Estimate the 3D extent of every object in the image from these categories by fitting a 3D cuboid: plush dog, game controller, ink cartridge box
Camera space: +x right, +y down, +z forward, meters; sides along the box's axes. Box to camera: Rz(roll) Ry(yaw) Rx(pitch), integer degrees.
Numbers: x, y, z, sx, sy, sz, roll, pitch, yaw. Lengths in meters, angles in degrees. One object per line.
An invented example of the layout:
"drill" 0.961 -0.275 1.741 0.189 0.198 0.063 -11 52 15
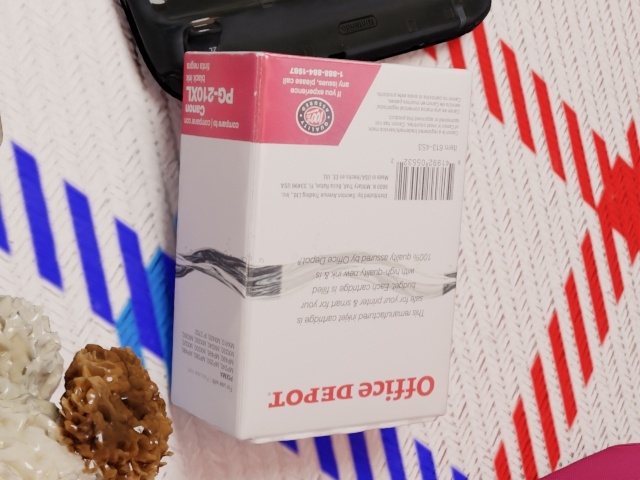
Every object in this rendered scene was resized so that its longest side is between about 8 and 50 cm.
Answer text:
"plush dog" -0.179 0.141 0.551 0.262 0.225 0.210 -31 86 -33
"game controller" -0.006 -0.205 0.896 0.319 0.067 0.166 -20 81 -36
"ink cartridge box" 0.000 0.000 0.808 0.172 0.100 0.237 -1 98 -35

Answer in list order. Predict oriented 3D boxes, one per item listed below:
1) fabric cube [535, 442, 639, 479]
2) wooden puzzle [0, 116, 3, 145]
"fabric cube" 0.233 0.306 0.867 0.258 0.254 0.259 -14 92 -34
"wooden puzzle" -0.300 -0.150 0.679 0.239 0.044 0.220 -8 87 -36
